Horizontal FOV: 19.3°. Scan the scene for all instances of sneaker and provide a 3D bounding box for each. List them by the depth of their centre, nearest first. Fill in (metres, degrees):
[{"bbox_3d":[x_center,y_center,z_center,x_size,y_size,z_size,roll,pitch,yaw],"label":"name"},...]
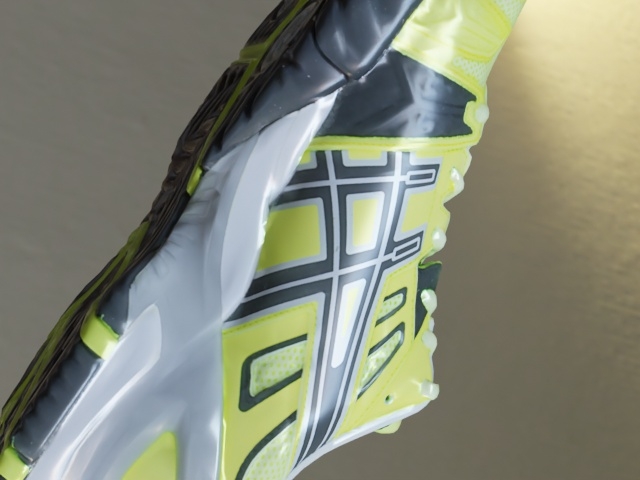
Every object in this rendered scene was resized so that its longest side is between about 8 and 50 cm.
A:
[{"bbox_3d":[0.000,0.000,0.842,0.385,0.147,0.145,-55,-169,-2],"label":"sneaker"}]
